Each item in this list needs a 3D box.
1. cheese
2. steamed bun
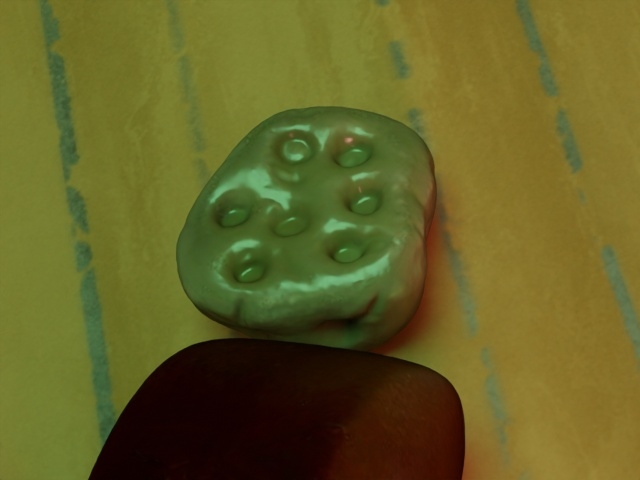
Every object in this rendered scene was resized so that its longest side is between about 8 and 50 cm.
[{"bbox_3d":[0.000,0.000,1.634,0.235,0.117,0.218,-33,54,-7],"label":"cheese"},{"bbox_3d":[-0.044,0.232,1.399,0.235,0.248,0.379,6,58,26],"label":"steamed bun"}]
